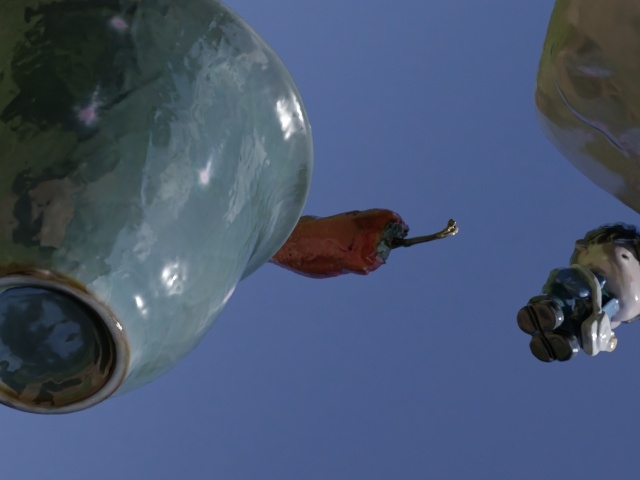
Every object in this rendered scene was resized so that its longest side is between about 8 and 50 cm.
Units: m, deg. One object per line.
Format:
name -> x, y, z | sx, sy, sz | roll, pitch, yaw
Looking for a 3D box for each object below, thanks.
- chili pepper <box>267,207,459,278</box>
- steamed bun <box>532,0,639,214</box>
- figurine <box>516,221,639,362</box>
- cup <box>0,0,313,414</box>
chili pepper -> 0.000, 0.000, 1.518 | 0.268, 0.050, 0.059 | -2, -131, 49
steamed bun -> 0.284, -0.153, 1.360 | 0.236, 0.247, 0.383 | -42, 156, -44
figurine -> 0.204, 0.043, 1.465 | 0.149, 0.086, 0.087 | -33, -176, -40
cup -> -0.110, -0.003, 0.870 | 0.199, 0.199, 0.150 | -40, -157, 32
